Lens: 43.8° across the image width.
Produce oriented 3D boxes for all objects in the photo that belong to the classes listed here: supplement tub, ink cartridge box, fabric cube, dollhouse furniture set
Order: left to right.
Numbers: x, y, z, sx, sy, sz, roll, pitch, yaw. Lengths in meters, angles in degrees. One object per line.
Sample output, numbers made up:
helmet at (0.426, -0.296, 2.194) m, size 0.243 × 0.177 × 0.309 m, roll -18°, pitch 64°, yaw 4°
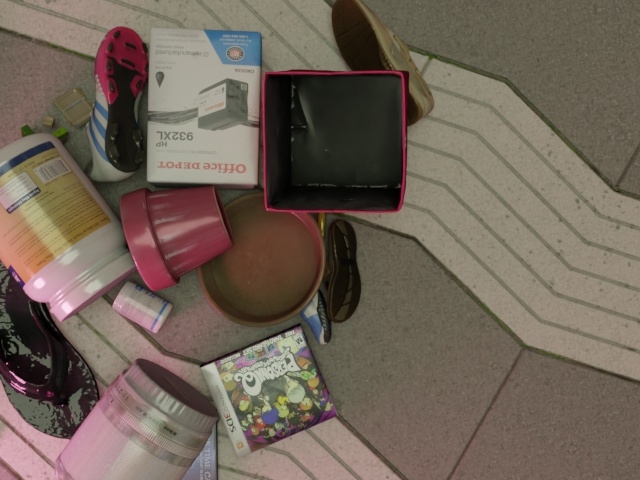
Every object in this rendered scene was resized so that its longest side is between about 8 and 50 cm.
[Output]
supplement tub at (-0.518, -0.024, 1.542) m, size 0.228 × 0.228 × 0.316 m, roll -37°, pitch 92°, yaw -4°
dollhouse furniture set at (-0.540, -0.243, 1.644) m, size 0.151 × 0.058 × 0.076 m, roll -40°, pitch 86°, yaw -23°
supplement tub at (-0.364, 0.137, 1.634) m, size 0.107 × 0.071 × 0.071 m, roll 30°, pitch 87°, yaw -5°
ink cartridge box at (-0.233, -0.261, 1.617) m, size 0.223 × 0.129 × 0.307 m, roll 1°, pitch 90°, yaw -5°
fabric cube at (0.040, -0.199, 1.529) m, size 0.259 × 0.258 × 0.254 m, roll 2°, pitch 102°, yaw 9°

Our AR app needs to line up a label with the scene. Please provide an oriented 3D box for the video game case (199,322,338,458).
video game case at (-0.108, 0.314, 1.670) m, size 0.232 × 0.042 × 0.210 m, roll -22°, pitch 93°, yaw -5°

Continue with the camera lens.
camera lens at (-0.355, 0.396, 1.536) m, size 0.219 × 0.219 × 0.274 m, roll 36°, pitch 87°, yaw -4°

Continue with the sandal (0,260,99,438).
sandal at (-0.594, 0.205, 1.592) m, size 0.167 × 0.107 × 0.446 m, roll -28°, pitch 90°, yaw -5°

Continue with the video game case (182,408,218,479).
video game case at (-0.352, 0.453, 1.658) m, size 0.274 × 0.026 × 0.196 m, roll -1°, pitch 90°, yaw -6°

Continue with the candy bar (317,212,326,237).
candy bar at (0.000, 0.000, 1.682) m, size 0.018 × 0.040 × 0.161 m, roll 3°, pitch 89°, yaw 5°

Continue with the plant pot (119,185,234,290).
plant pot at (-0.275, -0.021, 1.573) m, size 0.180 × 0.201 × 0.201 m, roll -17°, pitch 91°, yaw -1°

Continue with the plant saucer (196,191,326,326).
plant saucer at (-0.119, 0.039, 1.631) m, size 0.278 × 0.041 × 0.278 m, roll -2°, pitch 81°, yaw 14°

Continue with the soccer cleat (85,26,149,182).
soccer cleat at (-0.425, -0.272, 1.611) m, size 0.116 × 0.143 × 0.331 m, roll 15°, pitch 65°, yaw -42°

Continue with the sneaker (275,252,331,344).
sneaker at (-0.037, 0.122, 1.666) m, size 0.081 × 0.080 × 0.211 m, roll -24°, pitch 82°, yaw 2°

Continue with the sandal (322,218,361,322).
sandal at (0.033, 0.065, 1.670) m, size 0.090 × 0.060 × 0.219 m, roll 8°, pitch 73°, yaw -42°

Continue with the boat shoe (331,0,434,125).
boat shoe at (0.134, -0.384, 1.673) m, size 0.098 × 0.109 × 0.302 m, roll -37°, pitch 93°, yaw -44°
